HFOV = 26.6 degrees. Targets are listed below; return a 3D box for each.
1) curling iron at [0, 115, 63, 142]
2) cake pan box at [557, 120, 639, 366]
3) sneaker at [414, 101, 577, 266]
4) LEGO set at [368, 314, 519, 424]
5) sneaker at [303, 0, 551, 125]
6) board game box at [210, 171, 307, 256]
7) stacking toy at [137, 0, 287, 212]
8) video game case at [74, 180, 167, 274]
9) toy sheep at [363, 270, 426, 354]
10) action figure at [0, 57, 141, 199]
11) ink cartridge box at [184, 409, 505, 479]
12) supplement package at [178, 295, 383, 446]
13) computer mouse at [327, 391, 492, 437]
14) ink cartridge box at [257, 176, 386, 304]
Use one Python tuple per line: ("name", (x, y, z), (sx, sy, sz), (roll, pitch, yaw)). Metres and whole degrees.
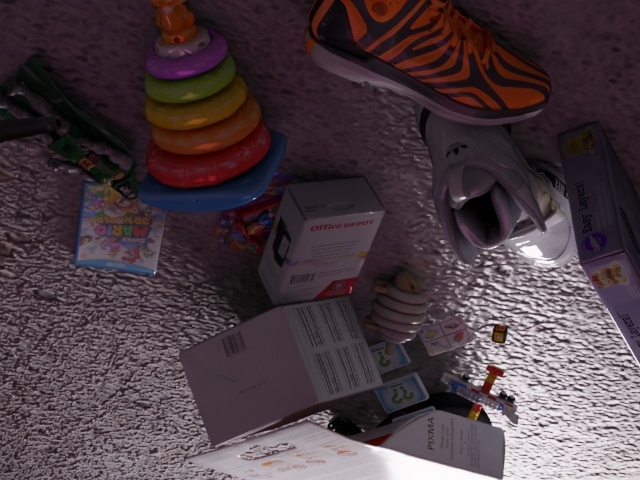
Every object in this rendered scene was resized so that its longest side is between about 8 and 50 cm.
("curling iron", (-0.431, -0.130, 1.738), (0.274, 0.035, 0.068), (-12, 146, 35))
("cake pan box", (0.406, 0.013, 1.813), (0.070, 0.246, 0.267), (-19, 134, 22))
("sneaker", (0.243, -0.034, 1.782), (0.137, 0.210, 0.366), (-24, 131, 21))
("LEGO set", (0.194, 0.218, 2.087), (0.244, 0.060, 0.182), (-21, 104, 23))
("sneaker", (0.152, -0.253, 1.619), (0.321, 0.125, 0.180), (13, 134, -14))
("board game box", (-0.075, -0.025, 1.907), (0.133, 0.033, 0.169), (15, 133, -16))
("stacking toy", (-0.160, -0.199, 1.664), (0.175, 0.166, 0.302), (-2, 125, 17))
("video game case", (-0.282, -0.019, 1.918), (0.119, 0.015, 0.166), (7, 135, -10))
("toy sheep", (0.113, 0.107, 2.007), (0.091, 0.091, 0.132), (9, 109, -11))
("action figure", (-0.322, -0.127, 1.772), (0.232, 0.063, 0.137), (37, 135, -28))
("ink cartridge box", (0.037, 0.311, 2.042), (0.385, 0.091, 0.308), (22, 149, -34))
("supplement package", (-0.055, 0.186, 1.967), (0.194, 0.149, 0.203), (-25, 170, 27))
("computer mouse", (0.161, 0.308, 2.232), (0.272, 0.072, 0.188), (-24, 127, 32))
("ink cartridge box", (0.000, 0.000, 1.880), (0.127, 0.072, 0.175), (-7, 139, -27))
